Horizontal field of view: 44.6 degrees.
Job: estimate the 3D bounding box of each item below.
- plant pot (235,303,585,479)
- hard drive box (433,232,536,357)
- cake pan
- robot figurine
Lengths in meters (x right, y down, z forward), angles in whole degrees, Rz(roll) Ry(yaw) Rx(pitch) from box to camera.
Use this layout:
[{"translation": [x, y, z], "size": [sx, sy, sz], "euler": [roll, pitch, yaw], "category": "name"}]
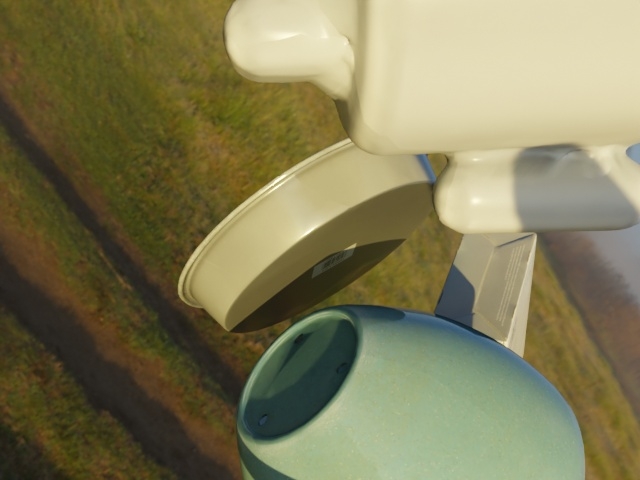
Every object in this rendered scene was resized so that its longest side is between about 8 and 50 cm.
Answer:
[{"translation": [0.043, 0.167, 0.662], "size": [0.195, 0.290, 0.290], "euler": [45, 16, -26], "category": "plant pot"}, {"translation": [0.203, 0.124, 0.977], "size": [0.232, 0.089, 0.181], "euler": [82, 28, -42], "category": "hard drive box"}, {"translation": [0.000, 0.000, 0.775], "size": [0.054, 0.293, 0.293], "euler": [56, 12, 16], "category": "cake pan"}, {"translation": [0.123, -0.151, 0.423], "size": [0.200, 0.354, 0.299], "euler": [-112, -160, -76], "category": "robot figurine"}]
